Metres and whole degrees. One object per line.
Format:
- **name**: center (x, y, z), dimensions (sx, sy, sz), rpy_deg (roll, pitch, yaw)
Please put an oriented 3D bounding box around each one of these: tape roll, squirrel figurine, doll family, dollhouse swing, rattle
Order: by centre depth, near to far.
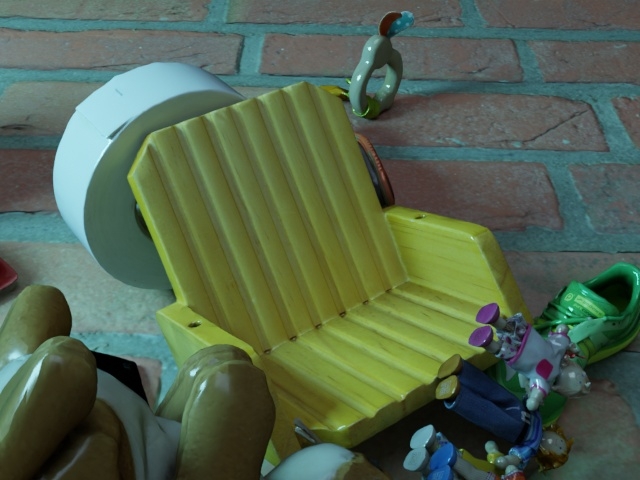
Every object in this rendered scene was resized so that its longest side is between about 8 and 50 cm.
- **squirrel figurine**: center (-0.127, 0.274, 0.677), dimensions (0.370, 0.397, 0.281), rpy_deg (29, -13, -22)
- **doll family**: center (0.180, 0.200, 0.859), dimensions (0.163, 0.118, 0.263), rpy_deg (35, 54, -12)
- **dollhouse swing**: center (0.000, 0.000, 0.967), dimensions (0.346, 0.305, 0.315), rpy_deg (-23, 21, -26)
- **tape roll**: center (-0.193, -0.081, 1.116), dimensions (0.286, 0.286, 0.100), rpy_deg (-22, 42, -27)
- **rattle**: center (0.075, -0.325, 1.506), dimensions (0.130, 0.200, 0.143), rpy_deg (-19, 42, -24)

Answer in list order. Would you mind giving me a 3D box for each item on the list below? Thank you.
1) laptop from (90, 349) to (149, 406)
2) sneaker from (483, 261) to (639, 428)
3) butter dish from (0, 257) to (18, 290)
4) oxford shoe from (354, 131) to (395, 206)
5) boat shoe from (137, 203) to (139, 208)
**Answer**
- **laptop**: center (-0.313, 0.220, 0.904), dimensions (0.264, 0.137, 0.234), rpy_deg (21, 23, -37)
- **sneaker**: center (0.280, 0.111, 1.013), dimensions (0.109, 0.124, 0.295), rpy_deg (31, 48, 33)
- **butter dish**: center (-0.504, 0.017, 1.118), dimensions (0.160, 0.118, 0.160), rpy_deg (32, 48, 33)
- **oxford shoe**: center (0.030, -0.120, 1.350), dimensions (0.098, 0.097, 0.271), rpy_deg (-30, 39, -6)
- **boat shoe**: center (-0.248, -0.154, 1.361), dimensions (0.116, 0.099, 0.319), rpy_deg (21, 42, 23)
